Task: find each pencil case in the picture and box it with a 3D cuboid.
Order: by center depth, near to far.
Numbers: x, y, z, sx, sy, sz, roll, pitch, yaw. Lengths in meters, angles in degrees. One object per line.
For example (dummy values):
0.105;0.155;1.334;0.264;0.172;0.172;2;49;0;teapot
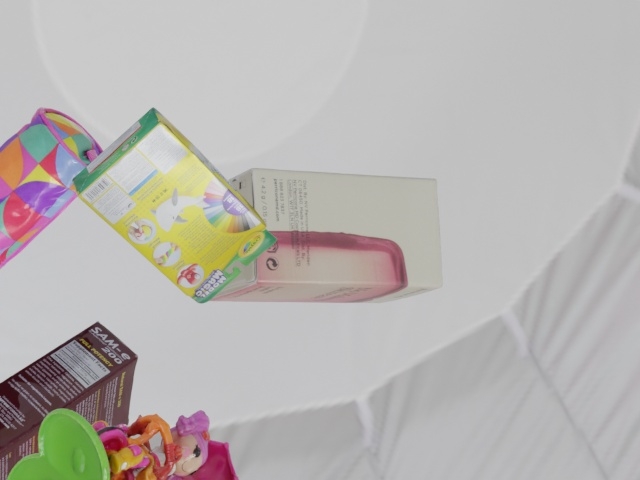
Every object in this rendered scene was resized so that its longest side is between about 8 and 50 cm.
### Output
-0.333;-0.033;1.373;0.104;0.236;0.104;42;14;-13;pencil case

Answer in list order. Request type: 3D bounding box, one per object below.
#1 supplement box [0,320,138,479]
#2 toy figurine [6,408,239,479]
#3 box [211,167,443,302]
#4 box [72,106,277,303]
-0.308;0.201;1.372;0.073;0.239;0.130;38;-42;22;supplement box
-0.130;0.176;0.954;0.130;0.159;0.173;29;-59;32;toy figurine
0.000;0.000;1.435;0.148;0.232;0.127;-21;-111;61;box
-0.131;-0.027;1.200;0.179;0.105;0.043;47;5;-31;box
